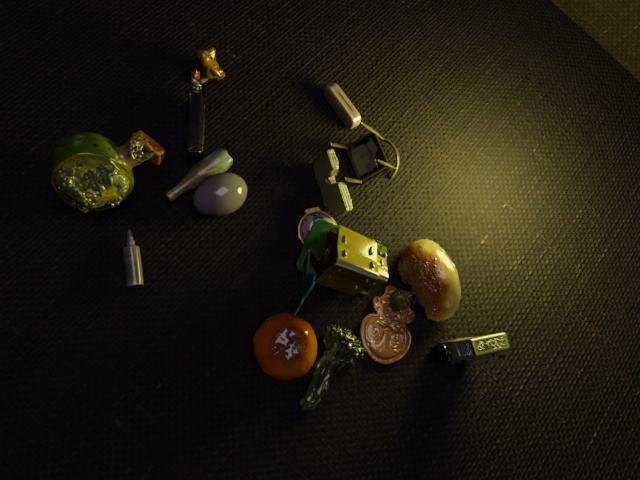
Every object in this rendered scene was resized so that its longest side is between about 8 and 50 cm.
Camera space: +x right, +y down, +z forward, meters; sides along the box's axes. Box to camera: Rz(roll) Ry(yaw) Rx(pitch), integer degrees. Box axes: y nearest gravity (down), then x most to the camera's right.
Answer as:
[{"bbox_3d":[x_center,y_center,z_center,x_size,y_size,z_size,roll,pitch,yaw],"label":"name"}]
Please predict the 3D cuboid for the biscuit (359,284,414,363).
[{"bbox_3d":[0.252,0.307,1.831,0.201,0.044,0.289,26,72,-6],"label":"biscuit"}]

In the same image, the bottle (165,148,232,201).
[{"bbox_3d":[-0.436,-0.228,1.786,0.269,0.083,0.083,-41,87,-17],"label":"bottle"}]

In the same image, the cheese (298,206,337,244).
[{"bbox_3d":[0.000,0.000,1.841,0.156,0.064,0.250,-13,90,-16],"label":"cheese"}]

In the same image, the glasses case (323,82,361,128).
[{"bbox_3d":[0.087,-0.539,2.003,0.050,0.083,0.196,-34,83,-18],"label":"glasses case"}]

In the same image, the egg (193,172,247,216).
[{"bbox_3d":[-0.351,-0.159,1.752,0.198,0.146,0.147,-23,81,-19],"label":"egg"}]

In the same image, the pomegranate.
[{"bbox_3d":[-0.710,-0.236,1.620,0.340,0.260,0.261,-30,83,-9],"label":"pomegranate"}]

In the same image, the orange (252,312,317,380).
[{"bbox_3d":[-0.116,0.350,1.656,0.223,0.170,0.224,4,72,-14],"label":"orange"}]

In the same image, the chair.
[{"bbox_3d":[0.181,-0.325,1.935,0.272,0.166,0.188,-3,69,-59],"label":"chair"}]

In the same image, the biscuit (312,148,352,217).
[{"bbox_3d":[0.044,-0.206,1.863,0.046,0.147,0.250,-12,78,-27],"label":"biscuit"}]

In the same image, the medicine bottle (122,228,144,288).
[{"bbox_3d":[-0.629,0.058,1.669,0.057,0.057,0.199,-7,77,-16],"label":"medicine bottle"}]

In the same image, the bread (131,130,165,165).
[{"bbox_3d":[-0.612,-0.328,1.775,0.132,0.074,0.053,41,51,-1],"label":"bread"}]

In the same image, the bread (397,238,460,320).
[{"bbox_3d":[0.410,0.141,1.834,0.171,0.192,0.314,-16,79,-19],"label":"bread"}]

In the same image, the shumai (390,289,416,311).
[{"bbox_3d":[0.299,0.211,1.804,0.082,0.080,0.083,38,65,2],"label":"shumai"}]

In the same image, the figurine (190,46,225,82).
[{"bbox_3d":[-0.433,-0.646,1.860,0.122,0.176,0.121,-41,85,-9],"label":"figurine"}]

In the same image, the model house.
[{"bbox_3d":[0.085,0.136,1.678,0.300,0.323,0.340,23,92,-14],"label":"model house"}]

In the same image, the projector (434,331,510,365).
[{"bbox_3d":[0.513,0.384,1.750,0.193,0.269,0.088,-7,77,-15],"label":"projector"}]

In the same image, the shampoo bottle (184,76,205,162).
[{"bbox_3d":[-0.457,-0.446,1.833,0.071,0.098,0.310,2,74,-9],"label":"shampoo bottle"}]

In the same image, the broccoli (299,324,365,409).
[{"bbox_3d":[0.026,0.440,1.698,0.164,0.145,0.304,32,82,1],"label":"broccoli"}]
